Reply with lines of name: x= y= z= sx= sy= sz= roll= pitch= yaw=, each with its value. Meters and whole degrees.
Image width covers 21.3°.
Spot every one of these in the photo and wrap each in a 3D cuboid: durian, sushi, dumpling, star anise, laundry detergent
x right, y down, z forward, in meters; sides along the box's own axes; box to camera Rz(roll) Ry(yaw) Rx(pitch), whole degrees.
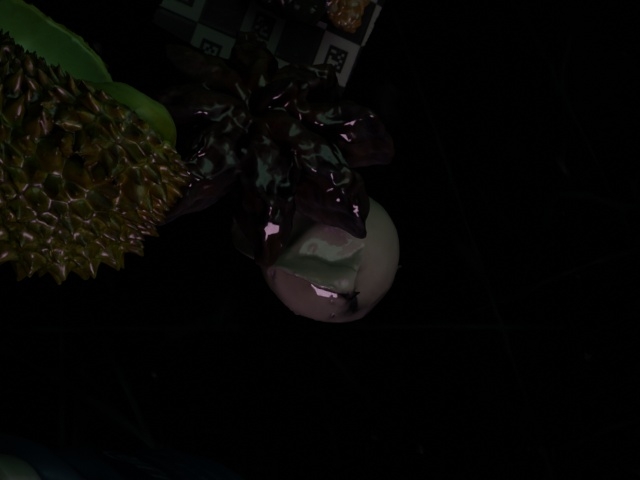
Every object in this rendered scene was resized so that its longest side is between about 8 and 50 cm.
durian: x=-0.214 y=-0.075 z=1.232 sx=0.237 sy=0.176 sz=0.200 roll=48 pitch=-8 yaw=22
sushi: x=-0.022 y=-0.235 z=1.575 sx=0.215 sy=0.050 sz=0.192 roll=27 pitch=86 yaw=-31
dumpling: x=-0.001 y=0.001 z=1.498 sx=0.150 sy=0.092 sz=0.176 roll=40 pitch=44 yaw=1
star anise: x=-0.050 y=-0.098 z=1.437 sx=0.236 sy=0.109 sz=0.223 roll=-15 pitch=52 yaw=-33
laundry detergent: x=-0.152 y=0.178 z=1.117 sx=0.143 sy=0.094 sz=0.290 roll=29 pitch=3 yaw=31
